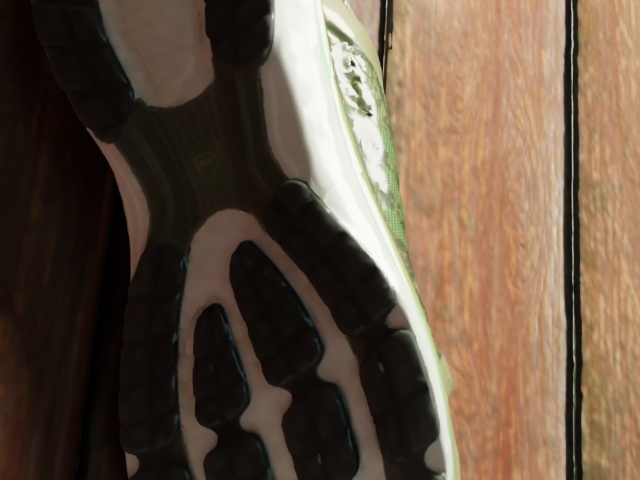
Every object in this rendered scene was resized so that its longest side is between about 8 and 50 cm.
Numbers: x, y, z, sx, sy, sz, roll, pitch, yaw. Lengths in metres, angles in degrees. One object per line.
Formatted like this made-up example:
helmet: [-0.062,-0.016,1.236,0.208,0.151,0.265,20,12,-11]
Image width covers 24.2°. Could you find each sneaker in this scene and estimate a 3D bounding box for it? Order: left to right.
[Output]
sneaker: [0.000,0.000,0.703,0.182,0.158,0.410,0,77,-61]
